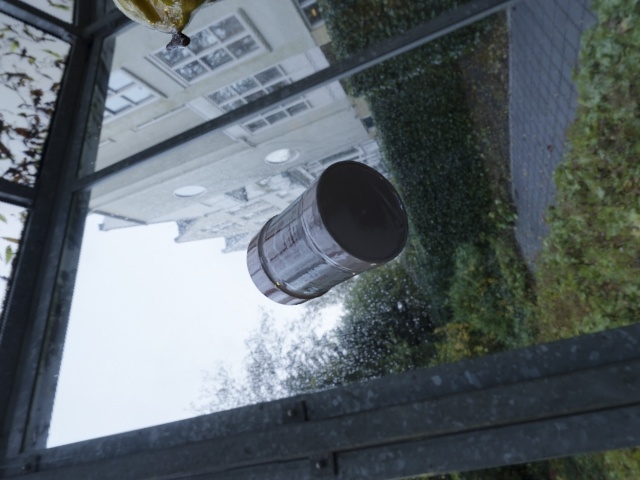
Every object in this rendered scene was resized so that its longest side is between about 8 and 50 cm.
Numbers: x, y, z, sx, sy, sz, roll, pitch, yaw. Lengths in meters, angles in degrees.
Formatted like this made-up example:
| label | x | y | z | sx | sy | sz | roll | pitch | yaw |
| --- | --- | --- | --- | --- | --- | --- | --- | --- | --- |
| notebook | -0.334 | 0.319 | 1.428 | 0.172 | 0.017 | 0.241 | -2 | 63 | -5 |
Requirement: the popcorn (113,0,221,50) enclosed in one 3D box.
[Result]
| label | x | y | z | sx | sy | sz | roll | pitch | yaw |
| --- | --- | --- | --- | --- | --- | --- | --- | --- | --- |
| popcorn | -0.181 | -0.485 | 0.646 | 0.316 | 0.298 | 0.280 | -46 | -50 | -37 |

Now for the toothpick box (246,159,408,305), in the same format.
| label | x | y | z | sx | sy | sz | roll | pitch | yaw |
| --- | --- | --- | --- | --- | --- | --- | --- | --- | --- |
| toothpick box | 0.000 | 0.000 | 0.404 | 0.099 | 0.149 | 0.098 | 14 | -118 | -28 |
